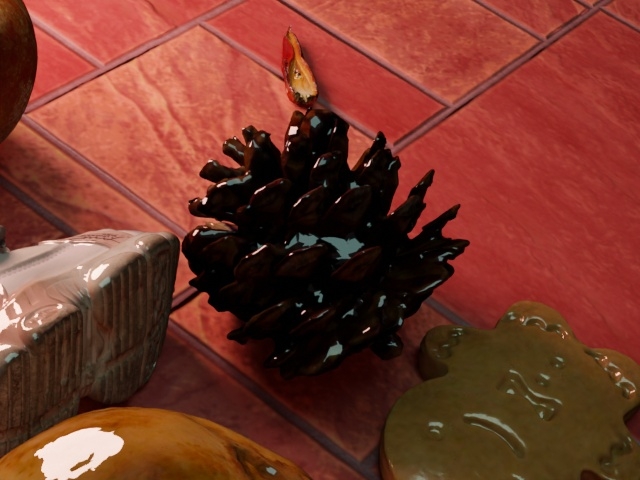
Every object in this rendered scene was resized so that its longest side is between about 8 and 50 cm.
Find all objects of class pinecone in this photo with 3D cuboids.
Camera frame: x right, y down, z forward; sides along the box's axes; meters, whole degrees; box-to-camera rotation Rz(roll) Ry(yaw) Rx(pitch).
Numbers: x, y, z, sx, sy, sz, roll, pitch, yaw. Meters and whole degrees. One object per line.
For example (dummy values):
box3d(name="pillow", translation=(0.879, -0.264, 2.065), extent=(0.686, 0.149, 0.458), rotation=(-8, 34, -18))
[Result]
box3d(name="pinecone", translation=(-0.001, -0.006, 1.508), extent=(0.296, 0.242, 0.298), rotation=(37, 42, 16))

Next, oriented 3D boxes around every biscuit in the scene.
box3d(name="biscuit", translation=(0.204, 0.189, 1.507), extent=(0.275, 0.052, 0.355), rotation=(36, 44, 21))

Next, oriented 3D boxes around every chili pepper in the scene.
box3d(name="chili pepper", translation=(-0.035, -0.230, 1.901), extent=(0.045, 0.027, 0.178), rotation=(5, 43, -19))

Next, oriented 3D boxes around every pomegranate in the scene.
box3d(name="pomegranate", translation=(-0.136, 0.297, 1.115), extent=(0.338, 0.338, 0.338), rotation=(9, 42, -8))

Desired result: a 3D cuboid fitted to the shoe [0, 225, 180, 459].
box3d(name="shoe", translation=(-0.278, 0.063, 1.378), extent=(0.198, 0.171, 0.351), rotation=(21, 22, 18))

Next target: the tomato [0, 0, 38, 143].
box3d(name="tomato", translation=(-0.443, -0.189, 1.580), extent=(0.270, 0.222, 0.270), rotation=(0, 55, 1))
